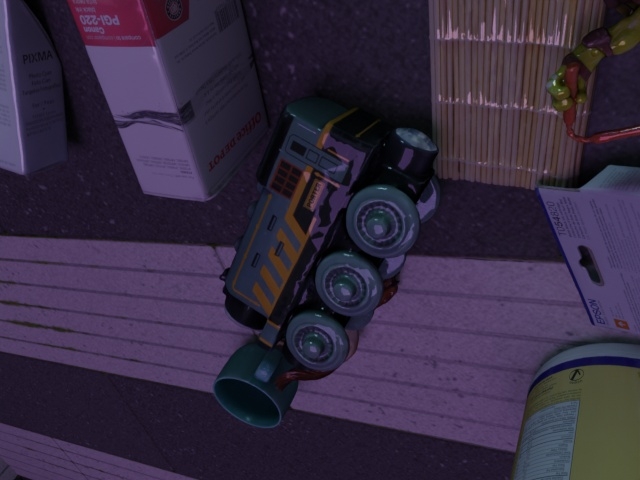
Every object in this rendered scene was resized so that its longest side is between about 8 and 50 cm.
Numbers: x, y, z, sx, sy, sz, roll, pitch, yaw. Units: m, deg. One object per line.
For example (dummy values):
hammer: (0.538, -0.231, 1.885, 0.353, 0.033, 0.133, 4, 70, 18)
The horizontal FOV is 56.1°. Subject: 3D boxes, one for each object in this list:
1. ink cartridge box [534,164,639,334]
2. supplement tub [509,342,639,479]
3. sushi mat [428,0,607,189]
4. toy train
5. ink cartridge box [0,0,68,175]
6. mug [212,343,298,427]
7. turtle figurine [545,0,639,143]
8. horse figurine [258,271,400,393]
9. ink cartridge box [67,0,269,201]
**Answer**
ink cartridge box: (0.341, 0.027, 0.570, 0.224, 0.045, 0.223, 17, 148, 54)
supplement tub: (0.329, 0.305, 0.657, 0.241, 0.331, 0.241, 16, 135, 17)
sushi mat: (0.172, -0.181, 0.539, 0.151, 0.019, 0.316, 10, 133, 24)
toy train: (0.000, 0.000, 0.686, 0.190, 0.142, 0.334, 32, 122, 9)
ink cartridge box: (-0.493, -0.307, 0.791, 0.308, 0.091, 0.385, 18, 118, 16)
mug: (-0.093, 0.235, 1.010, 0.158, 0.097, 0.129, -18, 117, 39)
turtle figurine: (0.243, -0.211, 0.420, 0.217, 0.087, 0.269, 34, 126, -22)
horse figurine: (0.002, 0.119, 0.862, 0.175, 0.066, 0.263, 11, 125, 0)
ink cartridge box: (-0.142, -0.173, 0.625, 0.092, 0.158, 0.217, 6, 131, 23)
